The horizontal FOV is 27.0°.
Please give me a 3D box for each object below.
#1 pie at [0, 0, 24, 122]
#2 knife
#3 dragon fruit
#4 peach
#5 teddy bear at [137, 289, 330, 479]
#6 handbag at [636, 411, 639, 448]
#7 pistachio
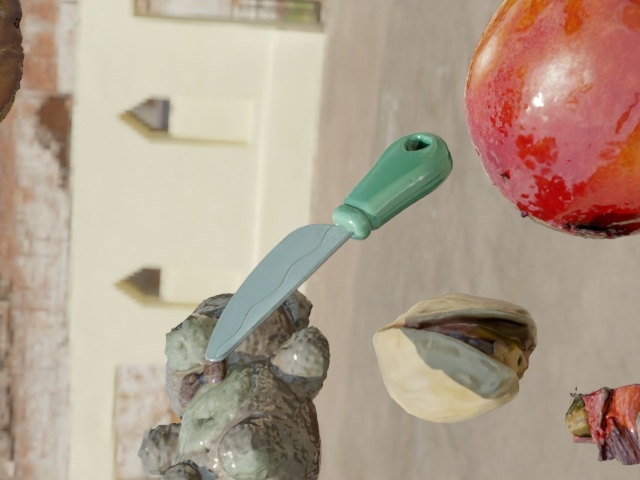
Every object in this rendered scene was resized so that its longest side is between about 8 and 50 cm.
[{"bbox_3d":[-0.210,-0.101,0.733,0.034,0.092,0.170,111,162,-63],"label":"pie"},{"bbox_3d":[-0.001,-0.001,1.010,0.063,0.260,0.034,29,150,44],"label":"knife"},{"bbox_3d":[0.387,0.218,1.740,0.092,0.122,0.192,60,163,-5],"label":"dragon fruit"},{"bbox_3d":[0.342,-0.165,1.471,0.370,0.370,0.370,-177,90,-85],"label":"peach"},{"bbox_3d":[-0.078,0.160,1.301,0.151,0.236,0.267,35,-147,-41],"label":"teddy bear"},{"bbox_3d":[0.433,0.183,1.188,0.193,0.251,0.190,-48,-35,-21],"label":"handbag"},{"bbox_3d":[0.157,0.128,1.523,0.229,0.157,0.157,-17,68,58],"label":"pistachio"}]
